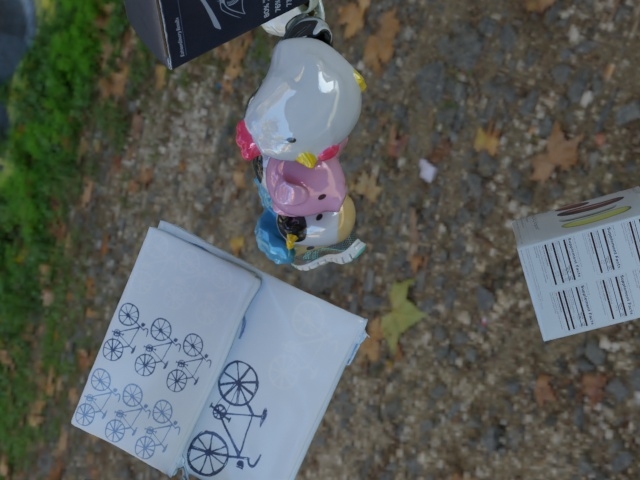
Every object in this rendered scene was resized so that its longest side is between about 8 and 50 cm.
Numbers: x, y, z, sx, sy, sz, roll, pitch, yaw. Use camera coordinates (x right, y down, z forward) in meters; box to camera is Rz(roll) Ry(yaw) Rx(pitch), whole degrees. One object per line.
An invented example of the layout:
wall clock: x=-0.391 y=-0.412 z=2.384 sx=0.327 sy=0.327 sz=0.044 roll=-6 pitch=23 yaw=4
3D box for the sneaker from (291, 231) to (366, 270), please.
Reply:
sneaker: x=0.000 y=0.000 z=1.590 sx=0.166 sy=0.076 sz=0.065 roll=-14 pitch=25 yaw=46

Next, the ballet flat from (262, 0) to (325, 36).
ballet flat: x=-0.047 y=-0.518 z=1.547 sx=0.139 sy=0.139 sz=0.400 roll=-123 pitch=23 yaw=-54

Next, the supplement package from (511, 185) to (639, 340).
supplement package: x=0.402 y=0.029 z=1.428 sx=0.194 sy=0.203 sz=0.149 roll=-57 pitch=-49 yaw=-75

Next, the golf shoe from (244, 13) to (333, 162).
golf shoe: x=-0.038 y=-0.176 z=1.170 sx=0.094 sy=0.077 sz=0.198 roll=-141 pitch=66 yaw=-67

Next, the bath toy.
bath toy: x=-0.024 y=-0.076 z=1.010 sx=0.129 sy=0.151 sz=0.348 roll=-43 pitch=-11 yaw=-13

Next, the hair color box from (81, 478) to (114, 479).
hair color box: x=-0.185 y=0.431 z=1.337 sx=0.105 sy=0.347 sz=0.174 roll=6 pitch=80 yaw=40

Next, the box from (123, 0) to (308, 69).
box: x=-0.123 y=-0.320 z=1.119 sx=0.108 sy=0.207 sz=0.153 roll=50 pitch=158 yaw=26

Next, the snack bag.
snack bag: x=-0.144 y=0.185 z=1.338 sx=0.323 sy=0.342 sz=0.037 roll=-66 pitch=-11 yaw=5
